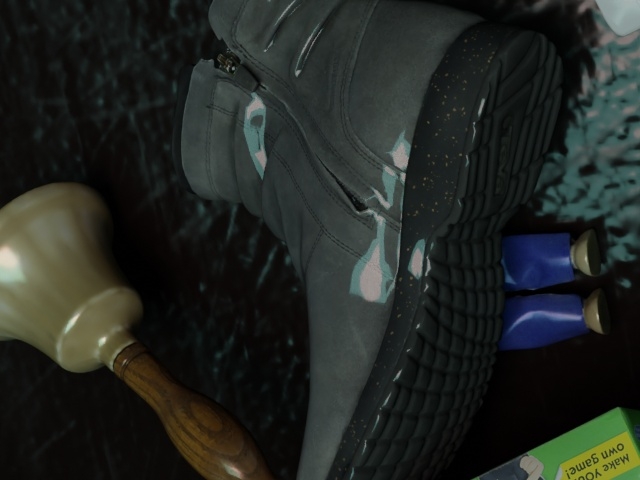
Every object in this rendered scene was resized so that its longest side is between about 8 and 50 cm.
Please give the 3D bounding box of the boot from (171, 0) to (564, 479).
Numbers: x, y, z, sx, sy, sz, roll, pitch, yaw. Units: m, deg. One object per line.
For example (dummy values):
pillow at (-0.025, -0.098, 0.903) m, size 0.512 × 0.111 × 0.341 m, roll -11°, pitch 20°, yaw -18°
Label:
boot at (0.000, 0.000, 0.891) m, size 0.223 × 0.118 × 0.338 m, roll 25°, pitch 103°, yaw 33°

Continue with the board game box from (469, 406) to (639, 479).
board game box at (0.090, 0.191, 0.882) m, size 0.317 × 0.213 × 0.046 m, roll -31°, pitch 67°, yaw 25°

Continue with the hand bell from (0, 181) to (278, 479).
hand bell at (-0.110, 0.081, 0.915) m, size 0.242 × 0.126 × 0.126 m, roll 40°, pitch 117°, yaw 29°

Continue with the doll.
doll at (0.082, 0.044, 0.925) m, size 0.189 × 0.046 × 0.129 m, roll -7°, pitch 100°, yaw 21°

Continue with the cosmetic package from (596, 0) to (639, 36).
cosmetic package at (0.236, -0.212, 0.771) m, size 0.231 × 0.085 × 0.117 m, roll -28°, pitch 96°, yaw 26°
